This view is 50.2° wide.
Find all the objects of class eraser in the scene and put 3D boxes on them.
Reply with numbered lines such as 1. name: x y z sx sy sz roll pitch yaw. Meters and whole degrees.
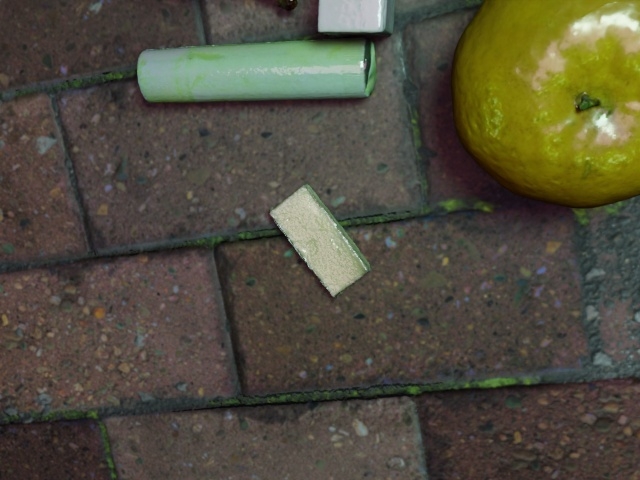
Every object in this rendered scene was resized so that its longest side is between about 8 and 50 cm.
1. eraser: 0.053 -0.382 0.778 0.086 0.130 0.287 6 105 13

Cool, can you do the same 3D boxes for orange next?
1. orange: 0.279 -0.172 0.730 0.279 0.235 0.279 6 119 10

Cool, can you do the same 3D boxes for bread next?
1. bread: 0.000 0.000 0.930 0.068 0.028 0.154 -38 92 17

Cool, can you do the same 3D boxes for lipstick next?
1. lipstick: -0.080 -0.214 0.873 0.304 0.076 0.076 0 103 11

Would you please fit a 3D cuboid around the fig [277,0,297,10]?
1. fig: -0.119 -0.368 0.806 0.203 0.203 0.235 -21 131 15
